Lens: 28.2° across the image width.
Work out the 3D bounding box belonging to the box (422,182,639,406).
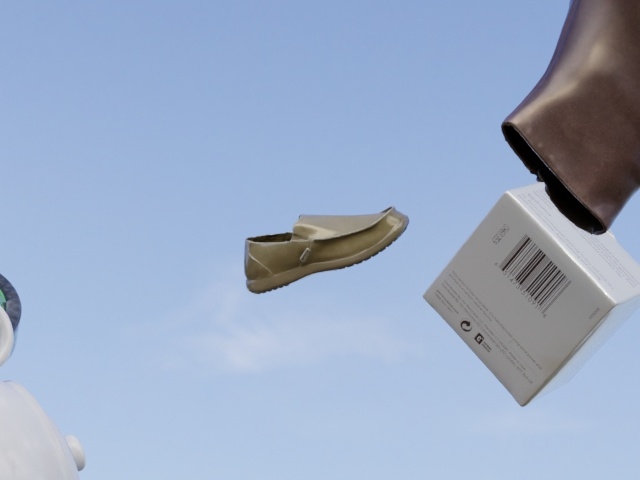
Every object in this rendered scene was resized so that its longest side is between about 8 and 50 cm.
[{"bbox_3d":[0.248,0.057,1.454,0.119,0.181,0.182,-14,-34,-50],"label":"box"}]

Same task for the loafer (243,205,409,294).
[{"bbox_3d":[0.000,0.000,1.044,0.148,0.056,0.050,-21,-80,10],"label":"loafer"}]

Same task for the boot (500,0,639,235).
[{"bbox_3d":[0.217,-0.154,1.024,0.248,0.207,0.090,53,-24,-5],"label":"boot"}]

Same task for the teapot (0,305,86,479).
[{"bbox_3d":[-0.285,0.202,1.061,0.187,0.252,0.256,-21,-55,-34],"label":"teapot"}]

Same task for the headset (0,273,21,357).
[{"bbox_3d":[-0.567,0.100,1.538,0.394,0.243,0.185,10,-62,-17],"label":"headset"}]
